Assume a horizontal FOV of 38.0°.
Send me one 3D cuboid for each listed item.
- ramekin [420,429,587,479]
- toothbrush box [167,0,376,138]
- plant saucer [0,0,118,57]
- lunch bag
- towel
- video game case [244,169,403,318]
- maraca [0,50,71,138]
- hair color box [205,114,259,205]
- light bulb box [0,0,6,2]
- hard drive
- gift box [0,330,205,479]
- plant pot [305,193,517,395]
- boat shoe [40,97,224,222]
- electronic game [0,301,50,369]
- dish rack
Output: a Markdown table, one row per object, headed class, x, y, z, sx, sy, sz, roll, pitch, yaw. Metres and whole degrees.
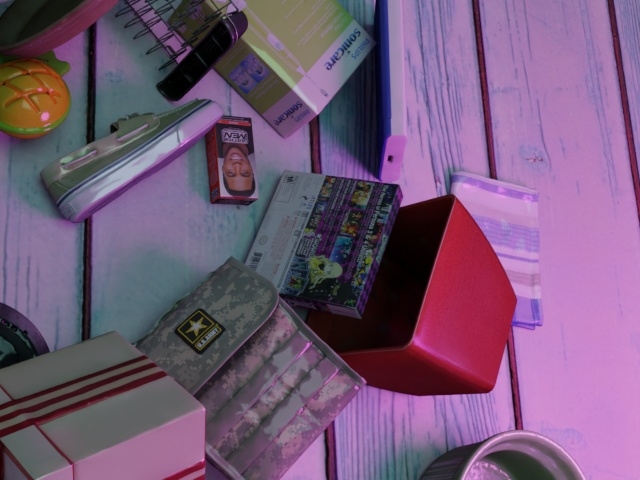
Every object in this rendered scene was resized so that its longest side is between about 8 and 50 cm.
| class | x | y | z | sx | sy | sz | roll | pitch | yaw |
| --- | --- | --- | --- | --- | --- | --- | --- | --- | --- |
| ramekin | 0.294 | 0.469 | 1.522 | 0.303 | 0.148 | 0.303 | 9 | 71 | -27 |
| toothbrush box | -0.078 | -0.352 | 1.576 | 0.283 | 0.122 | 0.206 | 43 | 58 | -11 |
| plant saucer | -0.358 | -0.354 | 1.341 | 0.041 | 0.278 | 0.278 | 53 | 54 | -34 |
| lunch bag | -0.119 | 0.192 | 1.345 | 0.287 | 0.169 | 0.235 | 44 | 74 | 2 |
| towel | 0.333 | 0.016 | 1.753 | 0.209 | 0.034 | 0.285 | 12 | 70 | -26 |
| video game case | 0.000 | 0.000 | 1.481 | 0.042 | 0.210 | 0.232 | 63 | 41 | -53 |
| maraca | -0.426 | -0.221 | 1.353 | 0.127 | 0.099 | 0.186 | 11 | 48 | -17 |
| hair color box | -0.145 | -0.131 | 1.516 | 0.072 | 0.043 | 0.141 | 1 | 75 | -30 |
| light bulb box | -0.514 | -0.554 | 1.260 | 0.358 | 0.225 | 0.361 | 46 | 55 | -39 |
| hard drive | 0.120 | -0.289 | 1.626 | 0.040 | 0.210 | 0.319 | 0 | 73 | 0 |
| gift box | -0.319 | 0.285 | 1.149 | 0.258 | 0.276 | 0.255 | -18 | 119 | -39 |
| plant pot | 0.161 | 0.119 | 1.505 | 0.235 | 0.267 | 0.267 | 37 | 60 | -29 |
| boat shoe | -0.279 | -0.144 | 1.402 | 0.302 | 0.109 | 0.094 | -38 | 93 | -28 |
| electronic game | -0.466 | 0.189 | 1.229 | 0.229 | 0.048 | 0.229 | 5 | 80 | -31 |
| dish rack | -0.247 | -0.376 | 1.443 | 0.271 | 0.208 | 0.074 | 51 | 46 | -6 |
